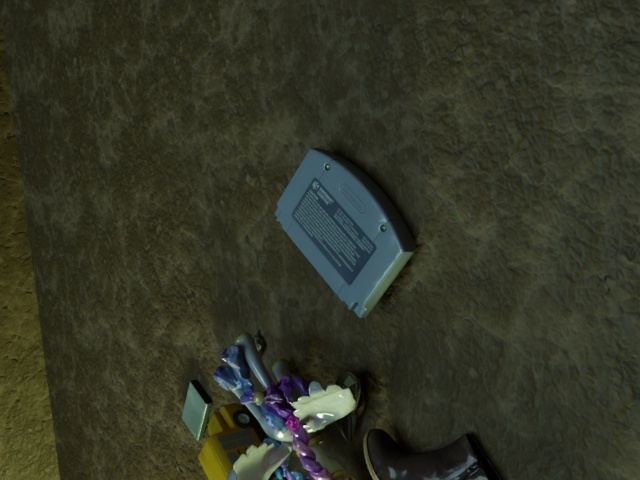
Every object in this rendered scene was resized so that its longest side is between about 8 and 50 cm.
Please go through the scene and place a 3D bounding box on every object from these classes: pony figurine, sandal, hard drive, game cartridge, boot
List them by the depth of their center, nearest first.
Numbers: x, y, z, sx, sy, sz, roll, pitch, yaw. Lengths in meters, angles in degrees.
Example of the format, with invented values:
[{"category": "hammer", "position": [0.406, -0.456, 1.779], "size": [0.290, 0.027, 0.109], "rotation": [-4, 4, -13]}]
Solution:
[{"category": "boot", "position": [0.197, 0.394, 1.373], "size": [0.207, 0.090, 0.248], "rotation": [-52, 55, 29]}, {"category": "game cartridge", "position": [0.044, -0.027, 1.458], "size": [0.297, 0.062, 0.198], "rotation": [51, 118, 29]}, {"category": "pony figurine", "position": [-0.066, 0.354, 1.511], "size": [0.303, 0.351, 0.363], "rotation": [-40, 55, 0]}, {"category": "sandal", "position": [0.064, 0.322, 1.541], "size": [0.072, 0.049, 0.180], "rotation": [47, 146, 45]}, {"category": "hard drive", "position": [-0.330, 0.453, 2.083], "size": [0.094, 0.022, 0.135], "rotation": [43, 129, 38]}]

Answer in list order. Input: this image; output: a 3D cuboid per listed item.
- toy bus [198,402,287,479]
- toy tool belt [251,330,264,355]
[{"category": "toy bus", "position": [-0.177, 0.541, 1.796], "size": [0.332, 0.130, 0.108], "rotation": [54, 133, 32]}, {"category": "toy tool belt", "position": [-0.163, 0.250, 1.818], "size": [0.083, 0.052, 0.051], "rotation": [-56, 23, 37]}]
